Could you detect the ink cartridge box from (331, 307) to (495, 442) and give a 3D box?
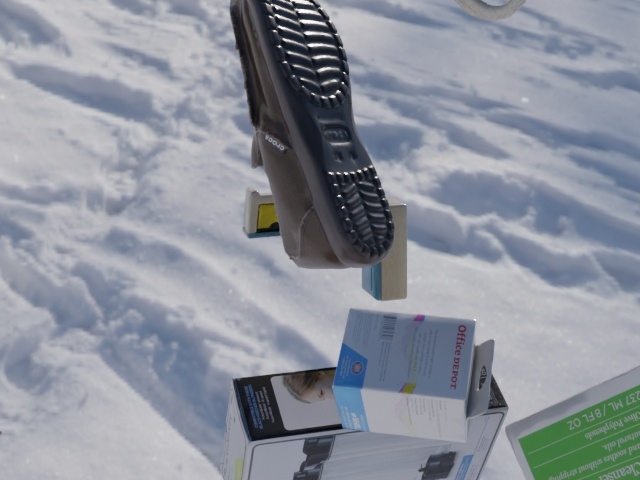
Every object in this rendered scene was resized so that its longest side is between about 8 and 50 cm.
[{"bbox_3d":[0.094,0.132,0.977,0.143,0.090,0.092,5,53,13],"label":"ink cartridge box"}]

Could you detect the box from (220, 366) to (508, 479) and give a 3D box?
[{"bbox_3d":[0.043,0.220,1.117,0.290,0.169,0.087,-3,44,-17],"label":"box"}]

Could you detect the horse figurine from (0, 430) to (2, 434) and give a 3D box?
[{"bbox_3d":[-0.415,0.174,1.026,0.066,0.263,0.174,-4,28,31],"label":"horse figurine"}]

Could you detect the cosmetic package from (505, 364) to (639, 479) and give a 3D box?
[{"bbox_3d":[0.347,0.298,0.915,0.155,0.197,0.365,-2,63,-43],"label":"cosmetic package"}]

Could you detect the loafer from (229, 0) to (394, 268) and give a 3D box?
[{"bbox_3d":[-0.039,-0.129,1.122,0.134,0.130,0.365,2,68,-50],"label":"loafer"}]

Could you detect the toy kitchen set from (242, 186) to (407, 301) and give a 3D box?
[{"bbox_3d":[0.000,0.000,1.311,0.166,0.122,0.207,-5,14,-15],"label":"toy kitchen set"}]

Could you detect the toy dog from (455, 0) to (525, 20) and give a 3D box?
[{"bbox_3d":[0.134,-0.357,0.849,0.161,0.220,0.333,-23,63,-46],"label":"toy dog"}]
